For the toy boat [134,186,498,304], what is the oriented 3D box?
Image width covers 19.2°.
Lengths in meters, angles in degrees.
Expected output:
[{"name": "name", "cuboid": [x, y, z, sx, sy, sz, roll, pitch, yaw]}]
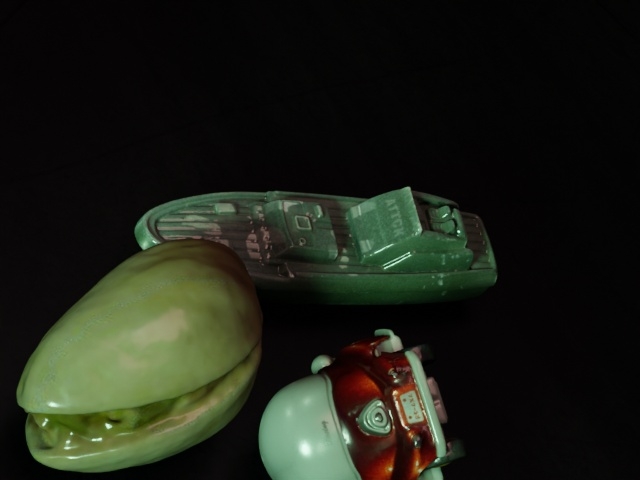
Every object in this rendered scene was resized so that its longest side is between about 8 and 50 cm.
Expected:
[{"name": "toy boat", "cuboid": [0.000, 0.000, 1.269, 0.260, 0.085, 0.078, 3, 52, -24]}]

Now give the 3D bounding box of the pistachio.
[{"name": "pistachio", "cuboid": [-0.105, 0.069, 1.141, 0.185, 0.124, 0.124, -28, 69, -34]}]

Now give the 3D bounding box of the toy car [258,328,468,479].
[{"name": "toy car", "cuboid": [0.018, 0.116, 1.158, 0.112, 0.139, 0.112, -15, 81, -13]}]
